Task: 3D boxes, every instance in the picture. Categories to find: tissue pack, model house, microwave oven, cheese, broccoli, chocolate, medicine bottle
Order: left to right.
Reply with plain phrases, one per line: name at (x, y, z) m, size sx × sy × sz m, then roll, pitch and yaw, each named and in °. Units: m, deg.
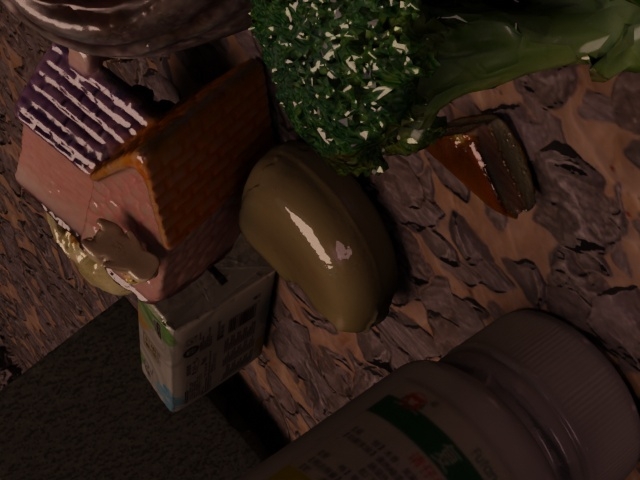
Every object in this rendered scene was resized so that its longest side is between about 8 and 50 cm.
chocolate at (-0.173, -0.274, 0.964) m, size 0.303 × 0.213 × 0.303 m, roll 28°, pitch 138°, yaw 28°
microwave oven at (-0.270, 0.355, 1.799) m, size 0.432 × 0.374 × 0.236 m, roll 49°, pitch 164°, yaw 8°
model house at (-0.176, -0.109, 1.249) m, size 0.237 × 0.202 × 0.237 m, roll 43°, pitch 147°, yaw 12°
tissue pack at (-0.163, 0.084, 1.517) m, size 0.145 × 0.159 × 0.229 m, roll 47°, pitch 154°, yaw 22°
cheese at (0.000, 0.000, 1.197) m, size 0.202 × 0.091 × 0.175 m, roll 51°, pitch 157°, yaw 13°
medicine bottle at (0.091, 0.213, 0.978) m, size 0.208 × 0.340 × 0.208 m, roll 41°, pitch 149°, yaw 32°
broccoli at (0.074, -0.169, 0.692) m, size 0.275 × 0.307 × 0.307 m, roll 25°, pitch 149°, yaw 7°

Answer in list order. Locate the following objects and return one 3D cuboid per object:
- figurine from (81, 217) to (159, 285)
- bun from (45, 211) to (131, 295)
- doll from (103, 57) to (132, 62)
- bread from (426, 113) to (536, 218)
figurine at (-0.200, 0.016, 1.186) m, size 0.083 × 0.047 × 0.050 m, roll 38°, pitch 161°, yaw 0°
bun at (-0.292, -0.029, 1.633) m, size 0.244 × 0.153 × 0.243 m, roll 47°, pitch 155°, yaw 30°
doll at (-0.250, -0.298, 1.288) m, size 0.221 × 0.115 × 0.105 m, roll 68°, pitch 164°, yaw -9°
bread at (0.128, -0.070, 0.932) m, size 0.109 × 0.043 × 0.062 m, roll 45°, pitch 155°, yaw 26°
